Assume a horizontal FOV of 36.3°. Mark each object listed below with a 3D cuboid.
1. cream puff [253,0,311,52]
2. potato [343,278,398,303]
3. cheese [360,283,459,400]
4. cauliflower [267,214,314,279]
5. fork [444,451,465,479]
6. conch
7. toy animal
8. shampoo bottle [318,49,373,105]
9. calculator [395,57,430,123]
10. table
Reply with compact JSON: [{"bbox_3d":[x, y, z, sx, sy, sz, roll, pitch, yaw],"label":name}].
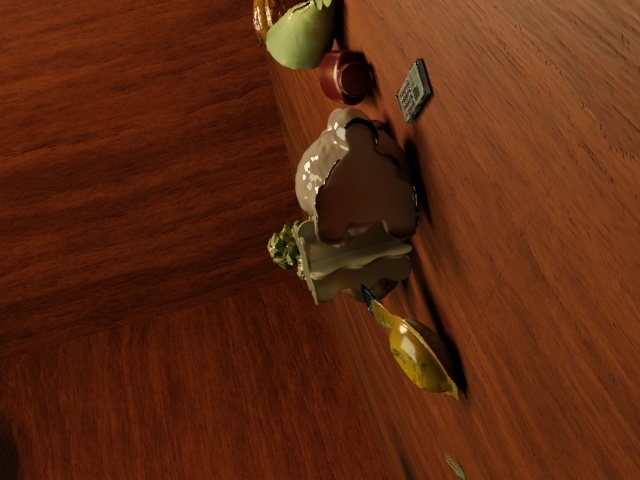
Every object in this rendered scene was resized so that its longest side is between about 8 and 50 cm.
[{"bbox_3d":[-0.078,-0.509,2.223,0.189,0.129,0.189,-3,-90,-73],"label":"cream puff"},{"bbox_3d":[0.089,0.028,2.012,0.154,0.137,0.200,-48,50,39],"label":"potato"},{"bbox_3d":[0.155,0.179,1.723,0.270,0.069,0.177,45,165,35],"label":"cheese"},{"bbox_3d":[0.000,0.000,2.214,0.275,0.250,0.272,7,-115,-65],"label":"cauliflower"},{"bbox_3d":[0.289,0.509,1.878,0.039,0.021,0.235,74,176,-47],"label":"fork"},{"bbox_3d":[-0.025,-0.444,1.932,0.137,0.143,0.251,46,150,14],"label":"conch"},{"bbox_3d":[0.043,-0.123,1.675,0.357,0.193,0.258,-116,34,-68],"label":"toy animal"},{"bbox_3d":[0.046,-0.305,1.828,0.260,0.064,0.102,-126,29,-76],"label":"shampoo bottle"},{"bbox_3d":[0.132,-0.212,1.396,0.172,0.018,0.057,124,129,-82],"label":"calculator"},{"bbox_3d":[0.066,0.020,1.822,0.166,0.198,0.167,164,90,-85],"label":"table"}]
